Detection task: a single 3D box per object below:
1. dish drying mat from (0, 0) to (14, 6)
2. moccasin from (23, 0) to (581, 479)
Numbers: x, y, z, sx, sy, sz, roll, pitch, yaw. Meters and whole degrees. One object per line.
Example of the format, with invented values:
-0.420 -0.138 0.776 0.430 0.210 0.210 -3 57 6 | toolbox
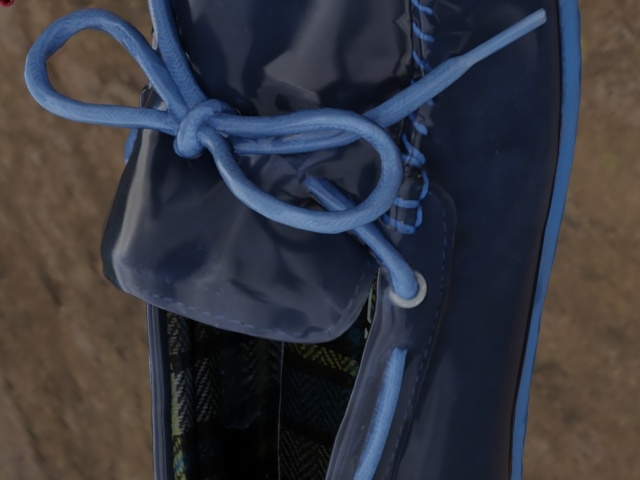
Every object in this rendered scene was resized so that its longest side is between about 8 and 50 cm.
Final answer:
-0.119 -0.108 0.605 0.032 0.008 0.083 63 178 -29 | dish drying mat
0.000 0.000 0.487 0.137 0.117 0.342 15 119 43 | moccasin
